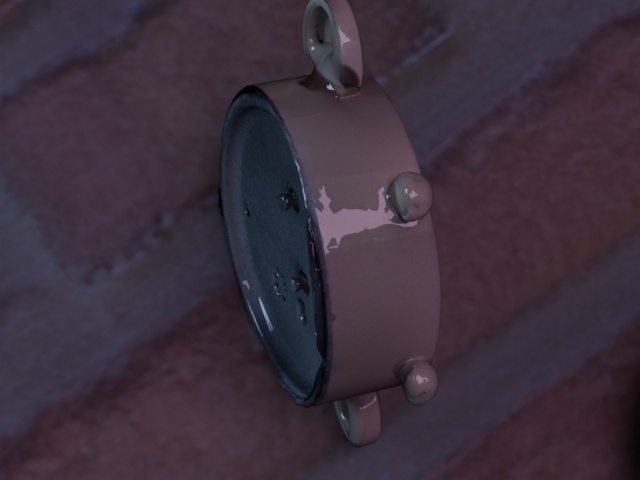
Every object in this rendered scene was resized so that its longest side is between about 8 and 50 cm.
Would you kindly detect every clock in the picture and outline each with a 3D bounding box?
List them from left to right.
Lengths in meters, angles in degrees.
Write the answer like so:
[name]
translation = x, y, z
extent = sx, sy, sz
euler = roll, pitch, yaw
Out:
[clock]
translation = 0.000, 0.000, 0.634
extent = 0.063, 0.155, 0.229
euler = -12, 118, -14
